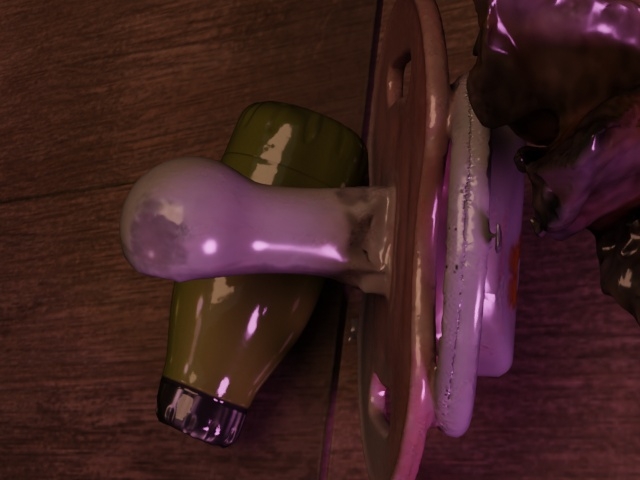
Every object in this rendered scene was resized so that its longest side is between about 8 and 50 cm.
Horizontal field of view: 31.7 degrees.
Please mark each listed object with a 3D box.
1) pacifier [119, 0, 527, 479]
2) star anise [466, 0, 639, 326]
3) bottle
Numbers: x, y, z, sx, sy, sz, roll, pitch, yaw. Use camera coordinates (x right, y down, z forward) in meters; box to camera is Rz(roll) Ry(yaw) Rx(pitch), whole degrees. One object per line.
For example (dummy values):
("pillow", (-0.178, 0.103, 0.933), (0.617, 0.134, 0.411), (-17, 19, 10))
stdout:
("pacifier", (0.028, 0.001, 0.736), (0.273, 0.220, 0.332), (5, 93, 30))
("star anise", (0.190, -0.045, 0.620), (0.117, 0.332, 0.331), (-39, 52, 34))
("bottle", (-0.053, 0.028, 0.873), (0.112, 0.112, 0.260), (14, 79, 38))
